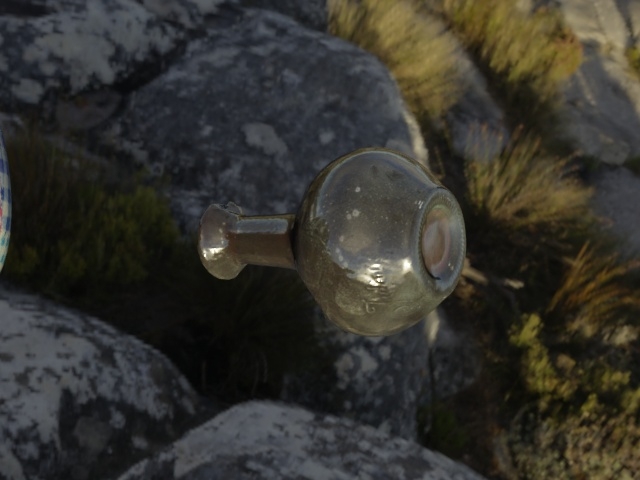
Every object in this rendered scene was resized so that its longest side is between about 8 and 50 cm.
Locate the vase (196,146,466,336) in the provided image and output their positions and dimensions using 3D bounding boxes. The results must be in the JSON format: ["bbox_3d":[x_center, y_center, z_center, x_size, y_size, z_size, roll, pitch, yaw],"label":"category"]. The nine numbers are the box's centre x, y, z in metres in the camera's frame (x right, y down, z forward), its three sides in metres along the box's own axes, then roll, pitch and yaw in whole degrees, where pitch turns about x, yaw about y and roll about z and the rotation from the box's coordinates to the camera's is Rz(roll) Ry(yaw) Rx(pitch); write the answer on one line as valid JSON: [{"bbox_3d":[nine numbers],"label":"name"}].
[{"bbox_3d":[0.000,0.000,0.656,0.182,0.120,0.120,2,29,36],"label":"vase"}]

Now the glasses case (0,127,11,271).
[{"bbox_3d":[-0.255,-0.049,0.600,0.076,0.125,0.327,-11,14,-32],"label":"glasses case"}]
